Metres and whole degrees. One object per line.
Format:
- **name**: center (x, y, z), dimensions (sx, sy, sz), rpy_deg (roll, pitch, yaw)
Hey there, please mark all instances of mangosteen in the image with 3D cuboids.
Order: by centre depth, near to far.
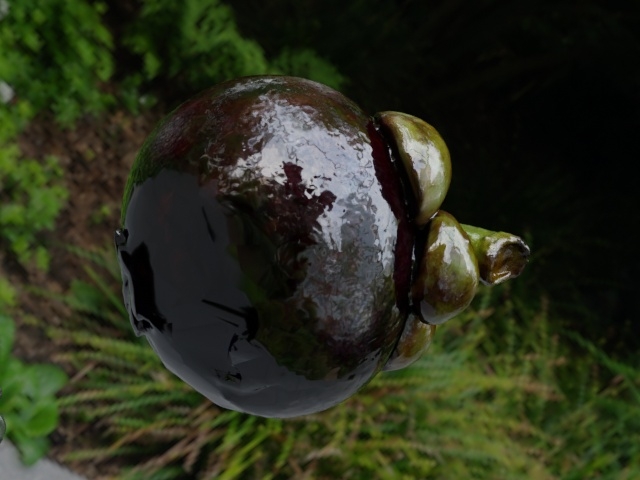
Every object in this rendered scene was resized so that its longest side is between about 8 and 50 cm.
- **mangosteen**: center (0.000, 0.000, 0.793), dimensions (0.194, 0.231, 0.194), rpy_deg (172, -90, -83)

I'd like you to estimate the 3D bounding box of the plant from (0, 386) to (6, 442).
- **plant**: center (-0.281, 0.085, 0.815), dimensions (0.195, 0.129, 0.132), rpy_deg (23, -3, -12)
